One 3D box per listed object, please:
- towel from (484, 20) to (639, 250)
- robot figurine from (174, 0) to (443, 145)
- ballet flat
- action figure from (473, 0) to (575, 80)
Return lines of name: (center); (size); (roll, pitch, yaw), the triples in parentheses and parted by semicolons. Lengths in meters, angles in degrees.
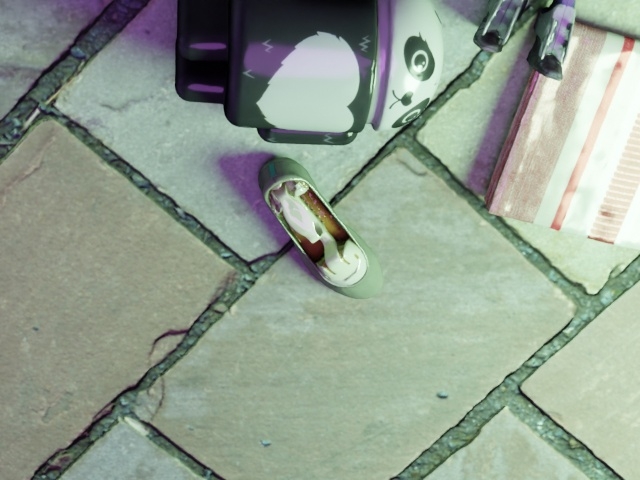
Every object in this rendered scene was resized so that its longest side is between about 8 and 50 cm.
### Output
towel: (0.371, -0.103, 1.978); (0.329, 0.037, 0.237); (14, 111, -14)
robot figurine: (-0.011, -0.197, 1.814); (0.278, 0.209, 0.174); (2, 86, -6)
ballet flat: (0.000, 0.000, 1.971); (0.072, 0.068, 0.213); (-33, 115, 11)
action figure: (0.258, -0.320, 1.825); (0.185, 0.099, 0.285); (21, 108, 4)
